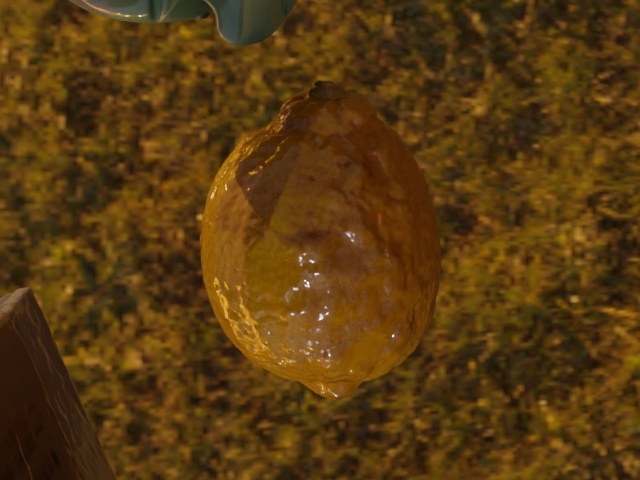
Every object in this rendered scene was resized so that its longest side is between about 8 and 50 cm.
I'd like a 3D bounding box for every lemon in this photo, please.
[{"bbox_3d":[0.000,0.000,0.941,0.142,0.142,0.187,12,109,43],"label":"lemon"}]

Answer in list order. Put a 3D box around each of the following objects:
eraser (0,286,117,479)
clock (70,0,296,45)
[{"bbox_3d":[-0.140,0.120,0.598,0.078,0.343,0.144,-22,98,4],"label":"eraser"},{"bbox_3d":[-0.095,-0.182,0.945,0.189,0.148,0.060,13,131,13],"label":"clock"}]
